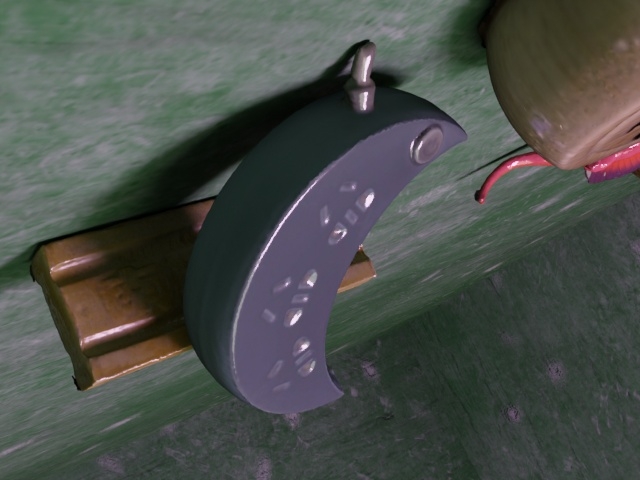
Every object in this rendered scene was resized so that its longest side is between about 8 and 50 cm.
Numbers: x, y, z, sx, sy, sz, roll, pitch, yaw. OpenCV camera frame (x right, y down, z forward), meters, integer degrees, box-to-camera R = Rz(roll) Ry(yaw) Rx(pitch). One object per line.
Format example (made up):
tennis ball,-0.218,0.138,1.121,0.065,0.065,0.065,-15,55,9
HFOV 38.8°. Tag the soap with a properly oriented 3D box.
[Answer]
soap,-0.068,0.019,0.628,0.252,0.092,0.037,-18,171,-41

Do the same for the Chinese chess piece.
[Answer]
Chinese chess piece,0.226,-0.144,0.554,0.257,0.104,0.257,-26,171,-5

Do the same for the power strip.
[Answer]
power strip,0.000,0.000,0.560,0.167,0.054,0.253,-6,125,-50

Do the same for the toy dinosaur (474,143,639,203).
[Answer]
toy dinosaur,0.318,-0.095,1.053,0.286,0.070,0.139,-27,157,10

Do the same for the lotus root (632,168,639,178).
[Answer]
lotus root,0.460,-0.142,1.112,0.138,0.138,0.214,-23,168,-25
